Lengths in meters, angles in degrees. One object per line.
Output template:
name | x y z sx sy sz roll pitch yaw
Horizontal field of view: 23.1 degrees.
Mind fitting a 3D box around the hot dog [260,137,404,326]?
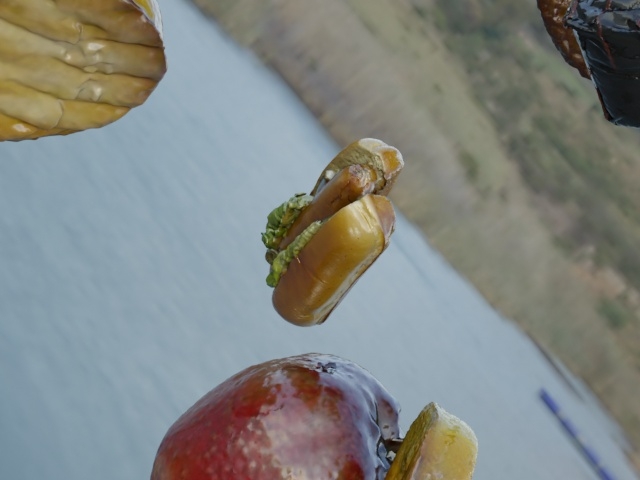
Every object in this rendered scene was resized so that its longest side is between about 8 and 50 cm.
hot dog | 0.000 0.000 1.698 0.100 0.135 0.337 13 -24 -12

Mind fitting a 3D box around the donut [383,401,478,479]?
donut | 0.096 0.258 1.556 0.074 0.190 0.174 28 -22 2

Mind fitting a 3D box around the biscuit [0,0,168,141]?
biscuit | -0.311 -0.218 1.676 0.296 0.296 0.102 43 34 -51

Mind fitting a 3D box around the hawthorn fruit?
hawthorn fruit | -0.062 0.294 1.755 0.285 0.369 0.285 57 8 -13

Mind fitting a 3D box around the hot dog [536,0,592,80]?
hot dog | 0.379 -0.353 1.861 0.267 0.388 0.174 22 31 34

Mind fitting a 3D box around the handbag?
handbag | 0.345 -0.243 1.612 0.155 0.215 0.169 10 -27 39
